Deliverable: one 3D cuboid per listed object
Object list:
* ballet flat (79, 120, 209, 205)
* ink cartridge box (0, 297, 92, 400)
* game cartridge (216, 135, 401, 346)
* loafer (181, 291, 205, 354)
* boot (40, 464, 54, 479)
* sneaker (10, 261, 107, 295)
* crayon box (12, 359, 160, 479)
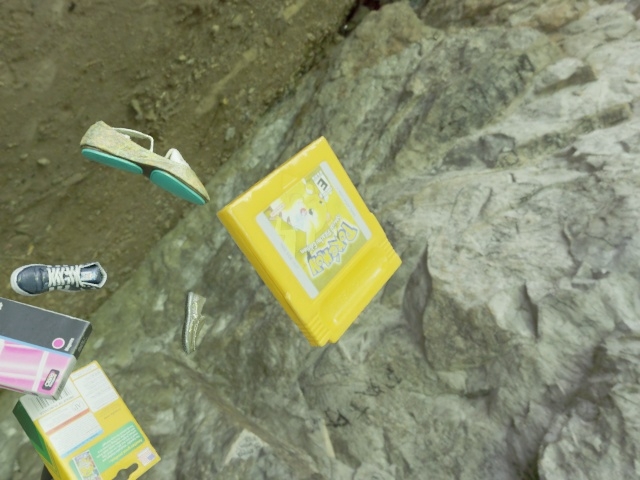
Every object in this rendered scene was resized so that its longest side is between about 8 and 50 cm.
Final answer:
[{"bbox_3d":[-0.444,-0.211,1.207,0.123,0.348,0.123,-50,-153,36],"label":"ballet flat"},{"bbox_3d":[-0.730,0.217,1.004,0.069,0.370,0.176,118,-13,-55],"label":"ink cartridge box"},{"bbox_3d":[0.000,0.000,0.879,0.285,0.324,0.052,-44,-164,-34],"label":"game cartridge"},{"bbox_3d":[-0.507,0.334,1.837,0.094,0.087,0.252,-31,-126,59],"label":"loafer"},{"bbox_3d":[-0.905,0.570,1.505,0.367,0.445,0.146,-46,165,25],"label":"boot"},{"bbox_3d":[-0.815,0.118,1.448,0.153,0.099,0.282,-9,173,14],"label":"sneaker"},{"bbox_3d":[-0.590,0.497,1.155,0.083,0.323,0.203,-45,169,32],"label":"crayon box"}]
